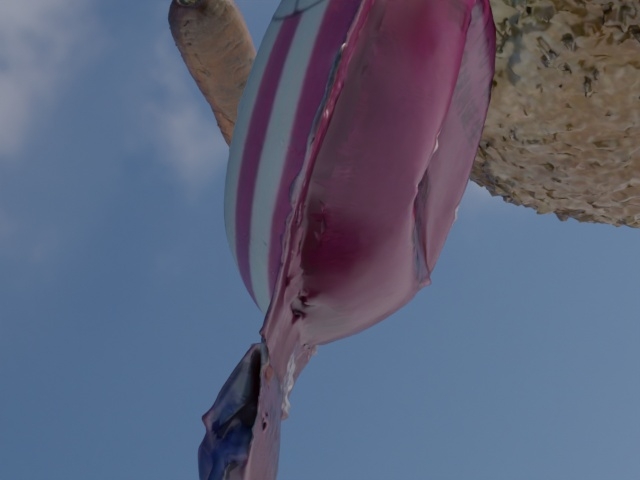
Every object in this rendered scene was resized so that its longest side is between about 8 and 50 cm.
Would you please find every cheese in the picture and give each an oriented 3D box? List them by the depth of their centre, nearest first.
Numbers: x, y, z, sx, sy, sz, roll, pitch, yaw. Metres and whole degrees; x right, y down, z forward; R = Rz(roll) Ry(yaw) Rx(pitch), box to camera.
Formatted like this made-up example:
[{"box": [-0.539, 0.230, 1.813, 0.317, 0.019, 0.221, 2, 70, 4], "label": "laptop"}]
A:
[{"box": [0.000, 0.000, 0.557, 0.155, 0.062, 0.244, 79, -150, -68], "label": "cheese"}]

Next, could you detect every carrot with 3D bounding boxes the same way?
[{"box": [-0.075, -0.137, 1.565, 0.060, 0.060, 0.186, -34, -44, -10], "label": "carrot"}]

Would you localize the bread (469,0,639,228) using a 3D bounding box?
[{"box": [0.155, -0.106, 0.716, 0.306, 0.158, 0.305, -5, -31, -3], "label": "bread"}]
